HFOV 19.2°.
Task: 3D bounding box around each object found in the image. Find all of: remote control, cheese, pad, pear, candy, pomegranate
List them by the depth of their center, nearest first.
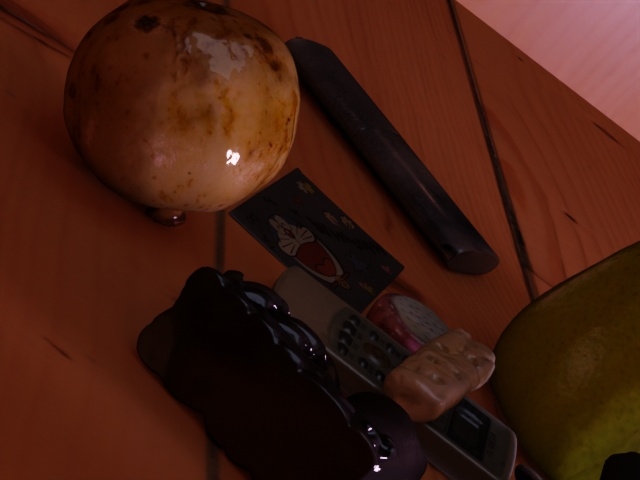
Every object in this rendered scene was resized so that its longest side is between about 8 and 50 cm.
[{"bbox_3d":[-0.129,-0.119,1.739,0.215,0.215,0.215,36,20,-15],"label":"pomegranate"},{"bbox_3d":[0.113,0.125,1.777,0.065,0.043,0.194,45,23,10],"label":"cheese"},{"bbox_3d":[0.066,0.131,1.790,0.285,0.038,0.123,40,20,-3],"label":"remote control"},{"bbox_3d":[0.092,0.097,1.904,0.103,0.043,0.103,33,22,-15],"label":"candy"},{"bbox_3d":[0.000,0.000,1.996,0.170,0.006,0.245,42,20,3],"label":"pad"},{"bbox_3d":[0.358,0.104,2.001,0.238,0.318,0.342,51,19,13],"label":"pear"},{"bbox_3d":[0.081,-0.106,2.312,0.377,0.044,0.107,53,18,28],"label":"remote control"}]

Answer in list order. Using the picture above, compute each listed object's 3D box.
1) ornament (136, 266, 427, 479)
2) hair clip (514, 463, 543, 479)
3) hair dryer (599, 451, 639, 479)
[{"bbox_3d":[-0.008,0.126,1.595,0.251,0.106,0.260,48,15,12],"label":"ornament"},{"bbox_3d":[0.231,0.264,1.798,0.048,0.083,0.275,35,7,31],"label":"hair clip"},{"bbox_3d":[0.336,0.379,1.698,0.359,0.120,0.303,50,24,-10],"label":"hair dryer"}]
